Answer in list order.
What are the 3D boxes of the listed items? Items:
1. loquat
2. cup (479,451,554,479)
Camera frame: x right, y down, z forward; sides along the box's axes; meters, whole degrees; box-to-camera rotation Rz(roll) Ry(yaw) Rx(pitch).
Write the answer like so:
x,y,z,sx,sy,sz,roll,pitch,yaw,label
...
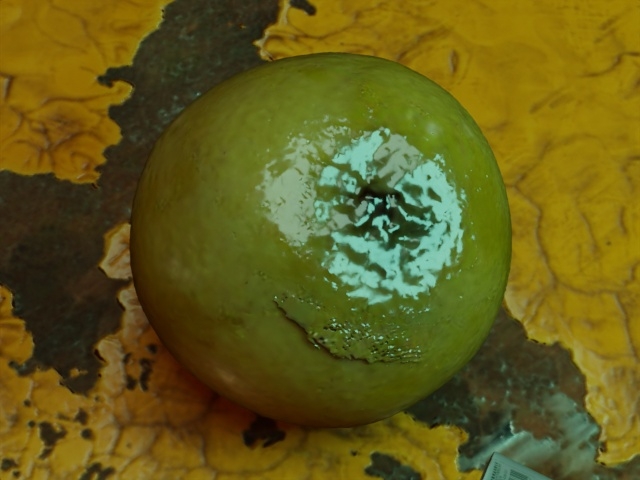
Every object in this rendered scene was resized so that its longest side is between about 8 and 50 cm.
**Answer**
x,y,z,sx,sy,sz,roll,pitch,yaw,label
0.000,0.000,1.227,0.263,0.263,0.263,3,57,-5,loquat
0.142,0.243,1.158,0.142,0.134,0.173,25,56,6,cup
